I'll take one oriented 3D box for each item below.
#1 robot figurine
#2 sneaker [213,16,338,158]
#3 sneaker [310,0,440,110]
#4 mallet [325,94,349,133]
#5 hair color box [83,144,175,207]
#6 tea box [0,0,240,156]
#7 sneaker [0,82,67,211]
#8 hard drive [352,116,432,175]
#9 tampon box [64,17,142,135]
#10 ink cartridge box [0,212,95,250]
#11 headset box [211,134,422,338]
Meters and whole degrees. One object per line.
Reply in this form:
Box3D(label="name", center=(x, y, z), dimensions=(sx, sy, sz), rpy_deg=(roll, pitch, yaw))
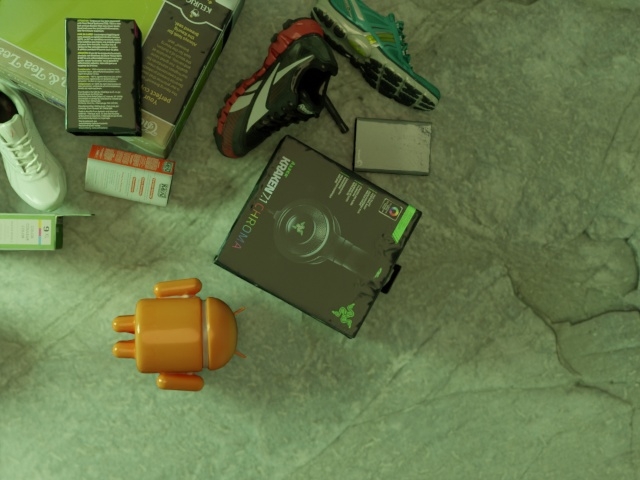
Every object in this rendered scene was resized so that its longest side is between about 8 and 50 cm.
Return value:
Box3D(label="robot figurine", center=(-0.233, 0.158, 1.824), dimensions=(0.219, 0.128, 0.158), rpy_deg=(-2, 50, -7))
Box3D(label="sneaker", center=(-0.070, -0.227, 1.811), dimensions=(0.276, 0.098, 0.135), rpy_deg=(-50, 60, 20))
Box3D(label="sneaker", center=(0.110, -0.334, 1.885), dimensions=(0.275, 0.107, 0.110), rpy_deg=(45, 75, -5))
Box3D(label="mallet", center=(-0.008, -0.269, 1.904), dimensions=(0.039, 0.062, 0.189), rpy_deg=(-33, 109, -1))
Box3D(label="hair color box", center=(-0.319, -0.107, 1.839), dimensions=(0.141, 0.043, 0.072), rpy_deg=(12, 129, -7))
Box3D(label="tea box", center=(-0.325, -0.347, 1.767), dimensions=(0.329, 0.220, 0.323), rpy_deg=(27, 86, -6))
Box3D(label="sneaker", center=(-0.490, -0.152, 1.785), dimensions=(0.090, 0.115, 0.232), rpy_deg=(-28, 85, -6))
Box3D(label="hard drive", center=(0.125, -0.164, 1.922), dimensions=(0.135, 0.022, 0.094), rpy_deg=(3, 89, -7))
Box3D(label="tampon box", center=(-0.312, -0.234, 1.597), dimensions=(0.101, 0.120, 0.161), rpy_deg=(0, 93, -5))
Box3D(label="ink cartridge box", center=(-0.477, -0.014, 1.801), dimensions=(0.209, 0.109, 0.062), rpy_deg=(0, 90, -8))
Box3D(label="headset box", center=(0.000, 0.000, 1.851), dimensions=(0.283, 0.131, 0.246), rpy_deg=(30, 87, -7))
